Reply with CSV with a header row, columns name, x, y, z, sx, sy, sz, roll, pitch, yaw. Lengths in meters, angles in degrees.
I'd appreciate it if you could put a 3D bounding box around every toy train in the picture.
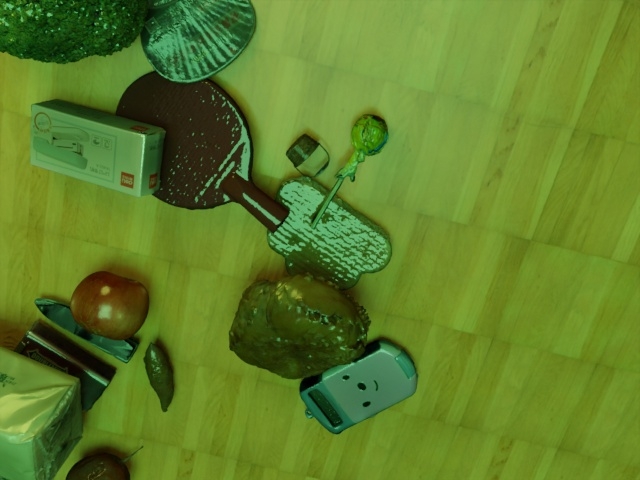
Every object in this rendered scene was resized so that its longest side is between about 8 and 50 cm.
name,x,y,z,sx,sy,sz,roll,pitch,yaw
toy train,-0.538,0.195,1.593,0.252,0.048,0.055,31,100,-3

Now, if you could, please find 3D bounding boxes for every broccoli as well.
name,x,y,z,sx,sy,sz,roll,pitch,yaw
broccoli,-0.462,-0.455,1.183,0.321,0.310,0.413,41,143,4

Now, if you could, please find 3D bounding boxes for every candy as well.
name,x,y,z,sx,sy,sz,roll,pitch,yaw
candy,0.051,-0.134,1.393,0.077,0.073,0.262,27,100,-32

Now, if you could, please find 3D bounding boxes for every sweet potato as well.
name,x,y,z,sx,sy,sz,roll,pitch,yaw
sweet potato,-0.378,0.320,1.631,0.068,0.060,0.206,13,120,39

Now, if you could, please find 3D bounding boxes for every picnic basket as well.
name,x,y,z,sx,sy,sz,roll,pitch,yaw
picnic basket,-0.023,-0.169,1.406,0.072,0.072,0.083,-41,104,17

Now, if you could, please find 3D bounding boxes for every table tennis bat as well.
name,x,y,z,sx,sy,sz,roll,pitch,yaw
table tennis bat,-0.235,-0.166,1.402,0.414,0.051,0.268,39,108,-3

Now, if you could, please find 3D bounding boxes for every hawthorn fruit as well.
name,x,y,z,sx,sy,sz,roll,pitch,yaw
hawthorn fruit,-0.539,0.586,1.699,0.149,0.149,0.189,40,110,-13

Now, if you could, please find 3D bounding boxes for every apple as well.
name,x,y,z,sx,sy,sz,roll,pitch,yaw
apple,-0.455,0.137,1.507,0.163,0.163,0.139,23,94,-6

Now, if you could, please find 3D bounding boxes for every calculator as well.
name,x,y,z,sx,sy,sz,roll,pitch,yaw
calculator,0.085,0.342,1.616,0.293,0.051,0.173,-31,108,14

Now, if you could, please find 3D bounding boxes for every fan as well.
name,x,y,z,sx,sy,sz,roll,pitch,yaw
fan,-0.279,-0.427,1.322,0.294,0.012,0.223,26,99,-8

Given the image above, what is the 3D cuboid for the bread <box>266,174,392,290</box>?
name,x,y,z,sx,sy,sz,roll,pitch,yaw
bread,0.000,0.000,1.478,0.286,0.056,0.207,39,108,-9

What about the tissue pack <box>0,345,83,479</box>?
name,x,y,z,sx,sy,sz,roll,pitch,yaw
tissue pack,-0.739,0.371,1.533,0.380,0.207,0.297,20,135,3

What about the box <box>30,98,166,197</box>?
name,x,y,z,sx,sy,sz,roll,pitch,yaw
box,-0.445,-0.188,1.380,0.269,0.079,0.135,17,113,13

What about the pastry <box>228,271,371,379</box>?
name,x,y,z,sx,sy,sz,roll,pitch,yaw
pastry,-0.046,0.173,1.473,0.311,0.162,0.255,-20,128,36

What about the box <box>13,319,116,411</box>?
name,x,y,z,sx,sy,sz,roll,pitch,yaw
box,-0.606,0.296,1.623,0.224,0.069,0.120,35,110,-11
